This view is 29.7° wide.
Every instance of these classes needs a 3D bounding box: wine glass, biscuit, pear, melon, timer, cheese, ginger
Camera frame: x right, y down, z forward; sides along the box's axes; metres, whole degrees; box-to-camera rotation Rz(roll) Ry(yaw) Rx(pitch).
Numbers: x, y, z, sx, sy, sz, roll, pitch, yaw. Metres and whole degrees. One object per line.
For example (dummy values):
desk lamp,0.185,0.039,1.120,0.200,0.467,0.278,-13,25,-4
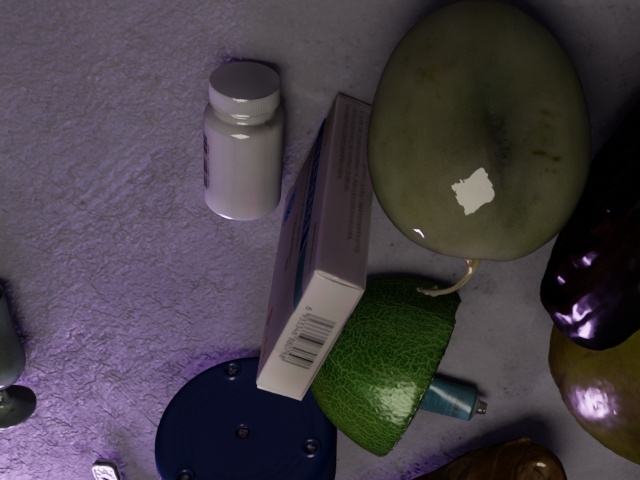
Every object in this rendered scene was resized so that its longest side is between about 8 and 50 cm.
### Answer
wine glass,-0.504,0.173,1.844,0.103,0.103,0.231,3,126,7
biscuit,0.366,-0.069,1.301,0.091,0.407,0.407,33,128,-2
pear,0.485,0.132,1.499,0.352,0.352,0.413,38,132,-20
melon,0.177,-0.116,1.372,0.272,0.272,0.308,-22,86,25
timer,-0.084,0.388,1.879,0.270,0.270,0.383,-1,142,11
cheese,-0.352,0.461,2.085,0.127,0.050,0.235,0,128,13
ginger,0.246,0.448,1.894,0.254,0.176,0.418,33,129,-26
melon,0.070,0.166,1.659,0.169,0.129,0.265,25,98,1

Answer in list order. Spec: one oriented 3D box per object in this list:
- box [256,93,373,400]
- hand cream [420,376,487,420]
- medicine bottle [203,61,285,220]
box,0.000,0.000,1.457,0.065,0.343,0.200,19,129,-10
hand cream,0.141,0.226,1.818,0.224,0.048,0.083,15,130,6
medicine bottle,-0.097,-0.125,1.528,0.103,0.103,0.186,7,129,4
